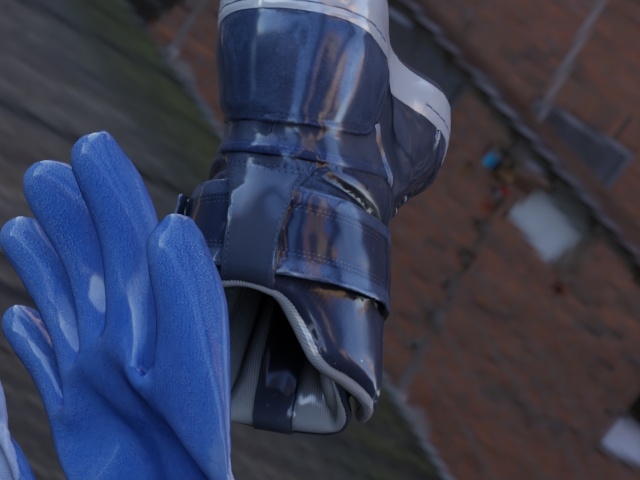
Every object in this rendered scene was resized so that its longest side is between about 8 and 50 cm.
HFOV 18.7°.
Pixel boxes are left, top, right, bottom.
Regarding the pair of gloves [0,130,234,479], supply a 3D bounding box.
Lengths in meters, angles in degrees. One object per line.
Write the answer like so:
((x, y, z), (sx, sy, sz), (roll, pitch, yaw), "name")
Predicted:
((-0.072, 0.072, 0.512), (0.023, 0.198, 0.159), (-1, 67, -34), "pair of gloves")

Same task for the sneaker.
((-0.002, 0.000, 0.765), (0.086, 0.163, 0.226), (2, -12, 14), "sneaker")
